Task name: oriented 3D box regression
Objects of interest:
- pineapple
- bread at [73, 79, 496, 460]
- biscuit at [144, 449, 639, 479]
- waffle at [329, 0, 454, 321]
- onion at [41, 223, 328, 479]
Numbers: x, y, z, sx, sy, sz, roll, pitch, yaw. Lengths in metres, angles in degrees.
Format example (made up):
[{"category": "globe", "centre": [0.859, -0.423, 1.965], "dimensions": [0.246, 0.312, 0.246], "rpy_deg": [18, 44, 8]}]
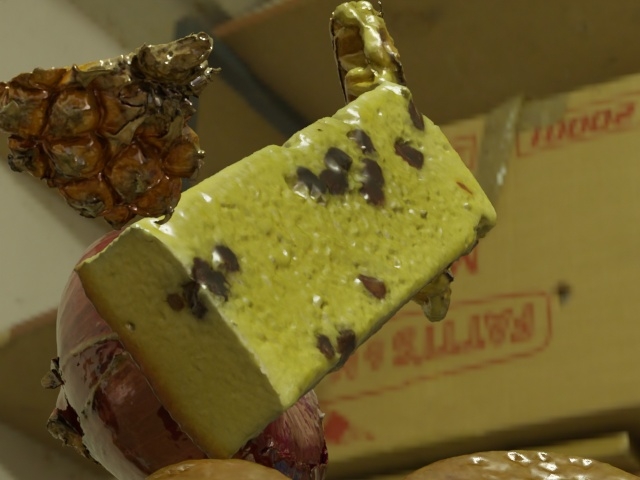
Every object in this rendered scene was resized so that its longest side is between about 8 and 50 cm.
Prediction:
[{"category": "pineapple", "centre": [-0.091, -0.069, 0.789], "dimensions": [0.114, 0.077, 0.114], "rpy_deg": [-32, -61, 23]}, {"category": "bread", "centre": [0.000, 0.000, 1.022], "dimensions": [0.077, 0.361, 0.138], "rpy_deg": [-39, -92, 33]}, {"category": "biscuit", "centre": [-0.024, 0.190, 0.678], "dimensions": [0.432, 0.283, 0.064], "rpy_deg": [-14, -62, -28]}, {"category": "waffle", "centre": [0.065, -0.075, 1.427], "dimensions": [0.058, 0.282, 0.301], "rpy_deg": [-15, -28, 3]}, {"category": "onion", "centre": [-0.098, 0.104, 1.162], "dimensions": [0.248, 0.248, 0.161], "rpy_deg": [31, -57, -34]}]
